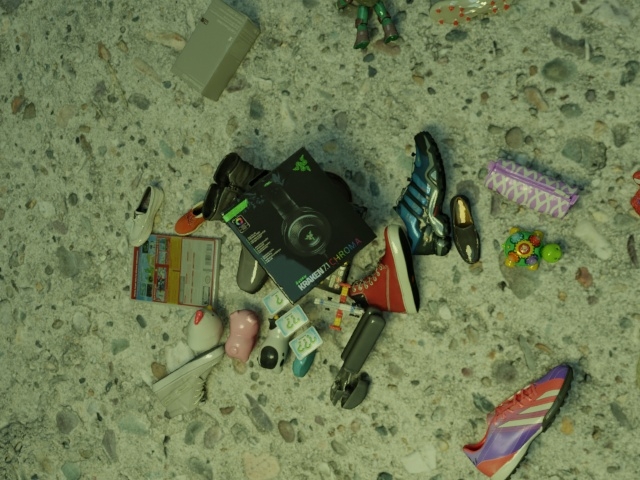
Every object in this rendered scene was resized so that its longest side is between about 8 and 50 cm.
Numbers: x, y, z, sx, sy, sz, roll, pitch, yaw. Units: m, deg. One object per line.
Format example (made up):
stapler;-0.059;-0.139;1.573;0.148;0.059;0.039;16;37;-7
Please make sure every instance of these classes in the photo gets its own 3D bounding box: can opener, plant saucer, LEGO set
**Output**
can opener;0.101;0.298;1.370;0.095;0.076;0.283;20;111;-14
plant saucer;0.008;-0.096;1.443;0.168;0.029;0.168;0;89;20
LEGO set;-0.008;0.147;1.337;0.244;0.060;0.182;-36;71;7

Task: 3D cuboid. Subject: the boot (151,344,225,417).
boot;-0.343;0.395;1.536;0.258;0.095;0.123;-33;89;21

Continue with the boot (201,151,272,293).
boot;-0.211;-0.039;1.406;0.118;0.223;0.338;12;89;42

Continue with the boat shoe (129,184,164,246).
boat shoe;-0.510;-0.073;1.590;0.066;0.063;0.184;27;88;23

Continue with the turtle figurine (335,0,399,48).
turtle figurine;0.115;-0.606;1.373;0.175;0.118;0.234;-11;91;19

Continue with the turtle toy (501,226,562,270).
turtle toy;0.479;0.021;1.258;0.130;0.066;0.095;9;92;19

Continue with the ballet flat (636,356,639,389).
ballet flat;0.711;0.259;1.182;0.057;0.052;0.168;2;90;19

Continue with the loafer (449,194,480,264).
loafer;0.338;-0.026;1.310;0.062;0.061;0.170;-16;85;17

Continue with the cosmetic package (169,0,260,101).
cosmetic package;-0.287;-0.517;1.513;0.127;0.107;0.238;36;97;13

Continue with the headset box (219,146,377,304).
headset box;-0.056;-0.037;1.272;0.246;0.131;0.283;-38;87;-5

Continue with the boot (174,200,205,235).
boot;-0.354;-0.066;1.536;0.158;0.084;0.059;-31;82;14

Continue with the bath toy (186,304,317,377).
bath toy;-0.185;0.241;1.437;0.348;0.129;0.151;11;49;10

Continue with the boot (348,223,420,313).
boot;0.133;0.075;1.326;0.176;0.088;0.244;-2;121;21

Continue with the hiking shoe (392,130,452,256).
hiking shoe;0.232;-0.108;1.320;0.132;0.113;0.304;-6;87;18

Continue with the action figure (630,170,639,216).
action figure;0.733;-0.027;1.139;0.091;0.139;0.280;-30;78;15

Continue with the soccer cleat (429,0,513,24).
soccer cleat;0.359;-0.568;1.315;0.196;0.068;0.076;-4;62;24

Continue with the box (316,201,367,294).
box;0.000;0.000;1.401;0.183;0.056;0.231;19;103;11

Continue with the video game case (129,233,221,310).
video game case;-0.420;0.088;1.590;0.285;0.025;0.204;4;91;19

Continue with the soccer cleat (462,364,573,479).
soccer cleat;0.447;0.397;1.247;0.116;0.108;0.318;34;102;20

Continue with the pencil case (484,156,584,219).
pencil case;0.475;-0.119;1.250;0.206;0.088;0.086;24;95;19
